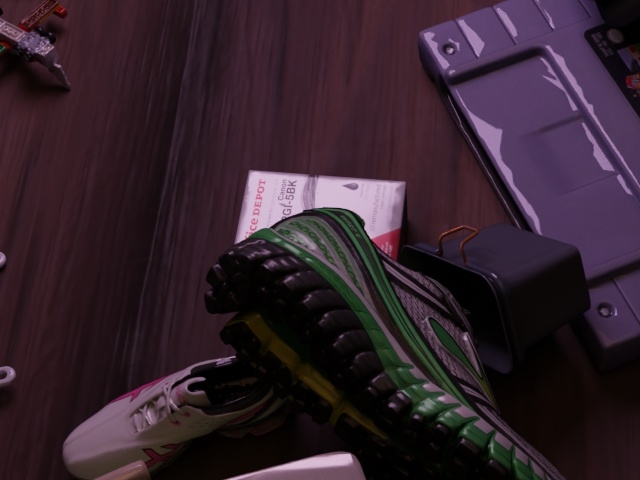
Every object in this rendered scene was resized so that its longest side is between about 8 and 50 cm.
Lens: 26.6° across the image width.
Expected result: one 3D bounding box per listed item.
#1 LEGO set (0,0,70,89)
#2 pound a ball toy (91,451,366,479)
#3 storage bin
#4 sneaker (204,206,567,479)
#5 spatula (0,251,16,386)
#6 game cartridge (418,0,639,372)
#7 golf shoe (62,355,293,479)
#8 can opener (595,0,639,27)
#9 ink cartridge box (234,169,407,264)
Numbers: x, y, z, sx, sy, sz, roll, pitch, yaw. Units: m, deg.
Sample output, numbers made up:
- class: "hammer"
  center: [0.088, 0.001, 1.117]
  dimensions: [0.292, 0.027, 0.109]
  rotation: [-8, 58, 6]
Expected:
- class: "LEGO set"
  center: [-0.330, -0.210, 1.299]
  dimensions: [0.183, 0.060, 0.244]
  rotation: [-9, 50, 6]
- class: "pound a ball toy"
  center: [-0.112, 0.241, 0.888]
  dimensions: [0.319, 0.208, 0.135]
  rotation: [-14, 58, -5]
- class: "storage bin"
  center: [0.137, 0.029, 1.047]
  dimensions: [0.091, 0.098, 0.135]
  rotation: [-25, 22, -22]
- class: "sneaker"
  center: [0.084, 0.104, 0.975]
  dimensions: [0.343, 0.134, 0.146]
  rotation: [48, 50, 5]
- class: "spatula"
  center: [-0.372, 0.094, 1.118]
  dimensions: [0.242, 0.019, 0.168]
  rotation: [-13, 52, -4]
- class: "game cartridge"
  center: [0.256, -0.082, 1.148]
  dimensions: [0.230, 0.068, 0.355]
  rotation: [-23, 59, -4]
- class: "golf shoe"
  center: [-0.112, 0.127, 1.032]
  dimensions: [0.186, 0.086, 0.067]
  rotation: [-21, 60, -7]
- class: "can opener"
  center: [0.220, -0.280, 1.239]
  dimensions: [0.095, 0.076, 0.283]
  rotation: [-36, 35, 24]
- class: "ink cartridge box"
  center: [0.000, 0.000, 1.118]
  dimensions: [0.135, 0.056, 0.099]
  rotation: [4, 59, 7]
